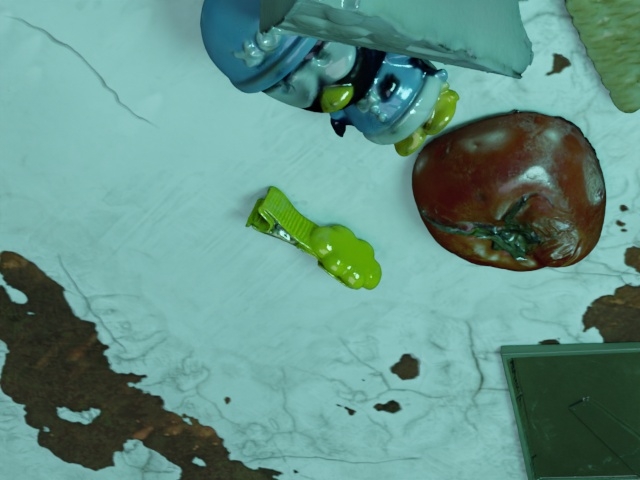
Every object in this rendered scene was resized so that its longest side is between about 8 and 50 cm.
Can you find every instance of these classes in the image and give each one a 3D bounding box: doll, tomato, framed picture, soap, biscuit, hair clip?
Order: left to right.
[{"bbox_3d":[-0.002,-0.198,1.982,0.314,0.141,0.177,32,130,-24],"label":"doll"},{"bbox_3d":[0.000,0.000,2.243,0.173,0.072,0.046,33,136,-8],"label":"hair clip"},{"bbox_3d":[0.095,-0.259,1.780,0.302,0.159,0.258,6,174,-11],"label":"soap"},{"bbox_3d":[0.214,-0.034,2.133,0.227,0.101,0.228,6,139,5],"label":"tomato"},{"bbox_3d":[0.341,0.224,2.428,0.192,0.018,0.265,-2,134,15],"label":"framed picture"},{"bbox_3d":[0.415,-0.238,1.913,0.324,0.044,0.217,-13,132,25],"label":"biscuit"}]
